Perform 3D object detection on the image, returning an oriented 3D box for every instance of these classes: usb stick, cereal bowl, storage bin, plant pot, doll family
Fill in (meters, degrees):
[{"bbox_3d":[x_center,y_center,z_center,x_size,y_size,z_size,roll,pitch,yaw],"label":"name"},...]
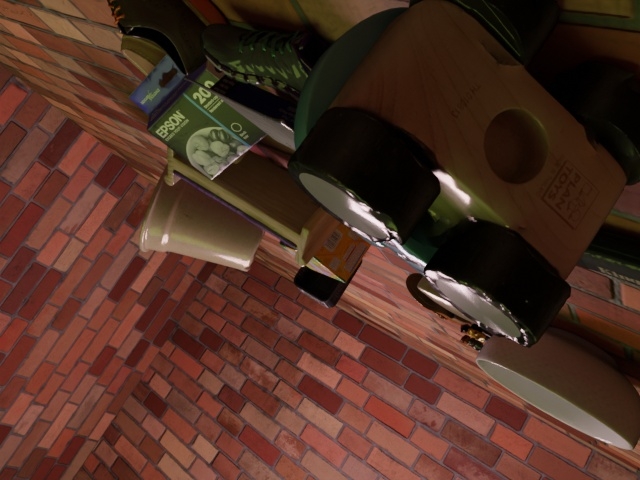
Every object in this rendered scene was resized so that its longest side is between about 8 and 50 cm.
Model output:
[{"bbox_3d":[0.375,0.027,0.715,0.278,0.045,0.077,23,165,44],"label":"usb stick"},{"bbox_3d":[0.506,0.280,1.248,0.338,0.141,0.339,32,170,7],"label":"cereal bowl"},{"bbox_3d":[0.023,0.084,1.692,0.122,0.180,0.084,29,169,21],"label":"storage bin"},{"bbox_3d":[-0.306,-0.065,1.726,0.305,0.334,0.334,23,171,-4],"label":"plant pot"},{"bbox_3d":[0.425,0.266,1.633,0.111,0.076,0.193,25,171,17],"label":"doll family"}]

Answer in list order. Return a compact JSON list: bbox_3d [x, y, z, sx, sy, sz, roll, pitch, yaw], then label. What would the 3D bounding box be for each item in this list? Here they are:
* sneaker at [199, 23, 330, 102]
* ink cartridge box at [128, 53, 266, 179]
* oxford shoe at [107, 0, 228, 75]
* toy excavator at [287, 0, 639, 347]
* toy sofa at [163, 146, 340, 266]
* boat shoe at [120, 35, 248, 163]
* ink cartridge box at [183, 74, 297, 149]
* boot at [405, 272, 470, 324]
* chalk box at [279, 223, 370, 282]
[{"bbox_3d":[-0.046,-0.236,0.739,0.223,0.083,0.098,25,151,7],"label":"sneaker"},{"bbox_3d":[-0.208,-0.223,1.044,0.208,0.045,0.206,38,135,-24],"label":"ink cartridge box"},{"bbox_3d":[-0.250,-0.331,0.783,0.271,0.098,0.097,37,169,-22],"label":"oxford shoe"},{"bbox_3d":[0.139,-0.037,0.659,0.433,0.222,0.445,37,172,-17],"label":"toy excavator"},{"bbox_3d":[-0.141,-0.095,1.263,0.362,0.150,0.177,31,142,12],"label":"toy sofa"},{"bbox_3d":[-0.248,-0.261,1.115,0.302,0.098,0.109,37,169,-24],"label":"boat shoe"},{"bbox_3d":[-0.051,-0.172,0.867,0.223,0.045,0.224,32,-177,36],"label":"ink cartridge box"},{"bbox_3d":[0.291,0.155,1.527,0.197,0.073,0.152,35,174,3],"label":"boot"},{"bbox_3d":[0.000,0.000,1.507,0.132,0.132,0.213,39,169,-32],"label":"chalk box"}]
